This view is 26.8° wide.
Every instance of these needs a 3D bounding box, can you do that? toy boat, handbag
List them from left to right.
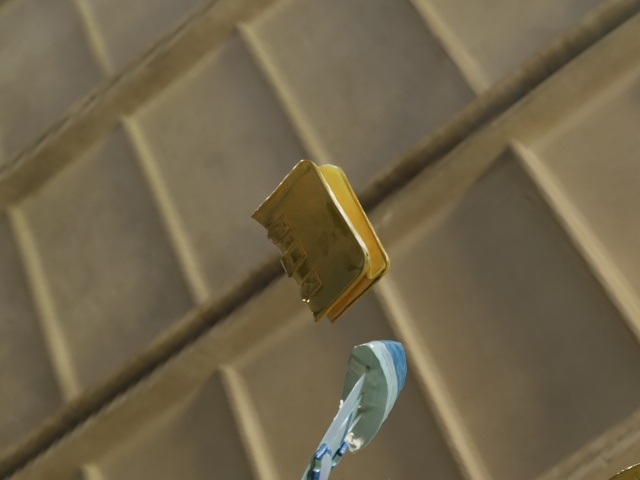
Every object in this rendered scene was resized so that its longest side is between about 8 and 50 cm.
[{"bbox_3d":[0.000,0.000,0.787,0.061,0.027,0.083,-45,-122,31],"label":"handbag"},{"bbox_3d":[0.010,0.110,0.821,0.034,0.149,0.105,29,-62,20],"label":"toy boat"}]

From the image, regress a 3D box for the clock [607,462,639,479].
[{"bbox_3d":[0.141,0.255,0.846,0.317,0.244,0.200,-12,-115,26],"label":"clock"}]
